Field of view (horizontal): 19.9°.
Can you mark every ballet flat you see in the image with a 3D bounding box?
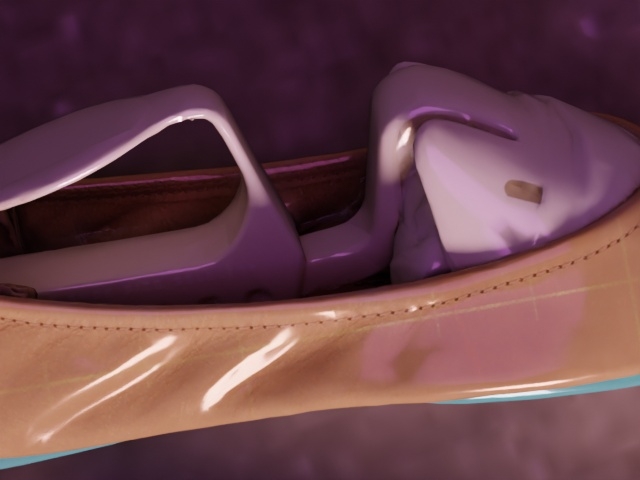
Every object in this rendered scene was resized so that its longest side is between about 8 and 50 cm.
[{"bbox_3d":[0.000,0.000,0.391,0.232,0.080,0.073,-11,119,-3],"label":"ballet flat"}]
